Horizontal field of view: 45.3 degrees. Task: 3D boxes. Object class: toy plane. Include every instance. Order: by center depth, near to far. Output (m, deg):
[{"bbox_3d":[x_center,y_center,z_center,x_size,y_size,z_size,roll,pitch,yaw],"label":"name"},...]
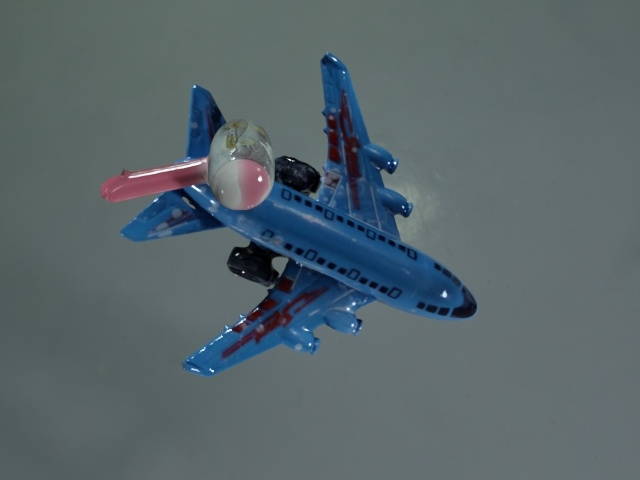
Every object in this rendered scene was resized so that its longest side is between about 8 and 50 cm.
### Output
[{"bbox_3d":[0.000,0.000,0.583,0.254,0.271,0.105,-66,22,-8],"label":"toy plane"}]

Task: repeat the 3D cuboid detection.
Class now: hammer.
[{"bbox_3d":[-0.063,-0.031,0.361,0.083,0.031,0.052,-12,32,2],"label":"hammer"}]
